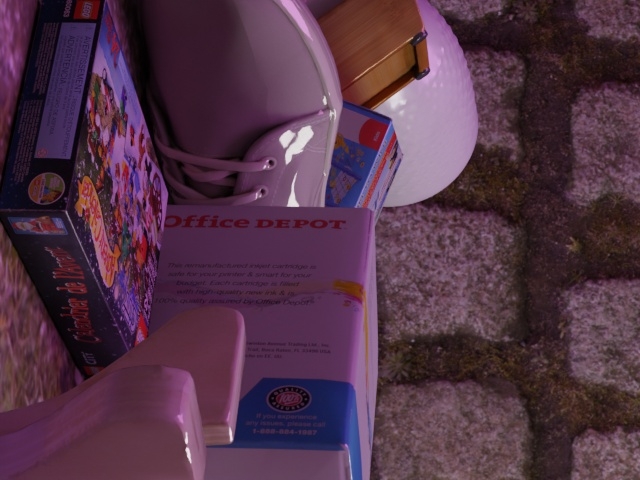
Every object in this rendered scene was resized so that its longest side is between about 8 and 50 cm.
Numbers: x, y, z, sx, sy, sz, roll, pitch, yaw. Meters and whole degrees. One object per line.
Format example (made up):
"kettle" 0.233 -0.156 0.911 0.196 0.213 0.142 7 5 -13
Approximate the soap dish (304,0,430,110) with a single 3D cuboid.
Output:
"soap dish" 0.032 -0.229 1.825 0.118 0.229 0.291 55 2 8

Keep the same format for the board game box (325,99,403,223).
"board game box" 0.000 0.000 1.764 0.302 0.086 0.308 42 71 -82

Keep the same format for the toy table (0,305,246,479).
"toy table" -0.127 0.136 0.673 0.274 0.160 0.252 82 11 -63

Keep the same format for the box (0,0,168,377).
"box" -0.151 -0.027 0.965 0.233 0.044 0.159 81 11 -60

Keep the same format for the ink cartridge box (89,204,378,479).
"ink cartridge box" -0.059 0.126 1.141 0.270 0.198 0.197 -81 170 -51

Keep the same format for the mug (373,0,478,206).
"mug" 0.062 -0.198 2.164 0.374 0.276 0.328 -56 160 -12

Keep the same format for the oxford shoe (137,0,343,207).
"oxford shoe" -0.074 -0.067 1.236 0.449 0.169 0.130 86 25 -51
